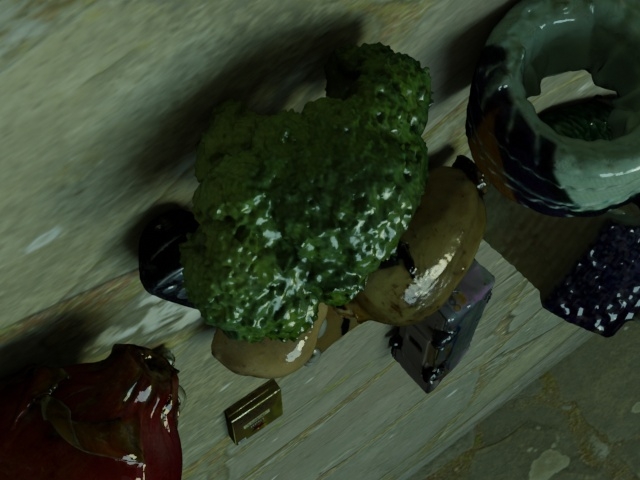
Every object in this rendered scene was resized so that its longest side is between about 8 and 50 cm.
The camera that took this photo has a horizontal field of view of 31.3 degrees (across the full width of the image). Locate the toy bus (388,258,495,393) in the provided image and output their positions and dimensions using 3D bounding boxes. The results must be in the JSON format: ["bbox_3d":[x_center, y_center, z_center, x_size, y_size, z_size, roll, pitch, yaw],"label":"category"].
[{"bbox_3d":[0.193,0.129,1.816,0.138,0.112,0.317,-36,161,-19],"label":"toy bus"}]

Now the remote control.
[{"bbox_3d":[-0.114,0.025,1.142,0.090,0.066,0.266,-25,165,6],"label":"remote control"}]

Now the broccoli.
[{"bbox_3d":[-0.018,-0.069,0.994,0.254,0.186,0.302,-51,-160,23],"label":"broccoli"}]

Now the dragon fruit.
[{"bbox_3d":[-0.253,0.239,1.121,0.315,0.250,0.250,-39,160,-7],"label":"dragon fruit"}]

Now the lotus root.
[{"bbox_3d":[0.112,0.013,1.375,0.257,0.140,0.154,-49,166,8],"label":"lotus root"}]

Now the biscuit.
[{"bbox_3d":[0.088,0.063,1.580,0.301,0.049,0.197,-33,162,-18],"label":"biscuit"}]

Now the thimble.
[{"bbox_3d":[0.267,-0.149,1.183,0.237,0.237,0.150,-35,163,-10],"label":"thimble"}]

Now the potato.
[{"bbox_3d":[-0.055,0.103,1.334,0.147,0.112,0.112,-43,161,-6],"label":"potato"}]

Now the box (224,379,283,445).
[{"bbox_3d":[-0.099,0.260,1.715,0.090,0.023,0.133,-32,159,-14],"label":"box"}]

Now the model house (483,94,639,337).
[{"bbox_3d":[0.403,-0.018,1.586,0.298,0.284,0.243,-12,147,-48],"label":"model house"}]

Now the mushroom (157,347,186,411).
[{"bbox_3d":[-0.185,0.158,1.290,0.079,0.085,0.085,-64,165,-14],"label":"mushroom"}]
